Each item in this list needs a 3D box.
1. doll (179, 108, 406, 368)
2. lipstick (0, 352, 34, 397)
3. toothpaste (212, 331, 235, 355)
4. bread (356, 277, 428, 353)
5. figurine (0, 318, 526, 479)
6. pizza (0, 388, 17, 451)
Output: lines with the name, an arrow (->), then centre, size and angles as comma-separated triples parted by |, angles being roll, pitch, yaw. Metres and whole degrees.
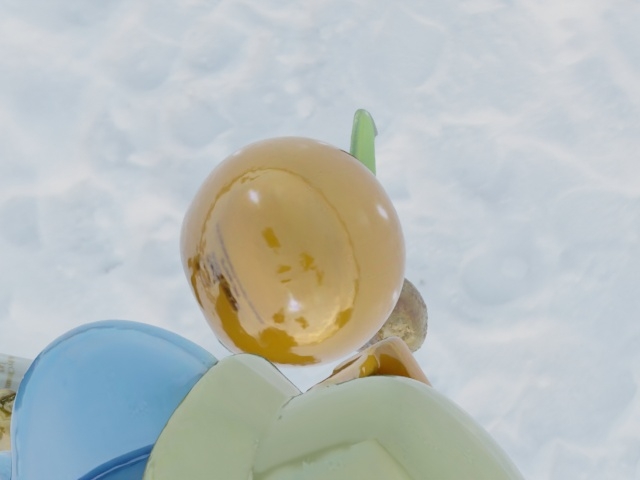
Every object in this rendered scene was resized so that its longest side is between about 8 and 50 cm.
doll -> 0.000, 0.000, 1.137 | 0.213, 0.236, 0.214 | 25, 126, 40
lipstick -> -0.433, 0.133, 1.341 | 0.263, 0.059, 0.059 | 14, 113, -26
toothpaste -> -0.127, 0.102, 1.609 | 0.062, 0.239, 0.039 | 40, 94, -21
bread -> -0.014, 0.060, 1.495 | 0.344, 0.084, 0.124 | 13, 135, 42
figurine -> -0.052, 0.130, 0.364 | 0.262, 0.154, 0.180 | -27, 60, 20
pizza -> -0.218, 0.318, 1.220 | 0.434, 0.080, 0.392 | 5, 120, -4
